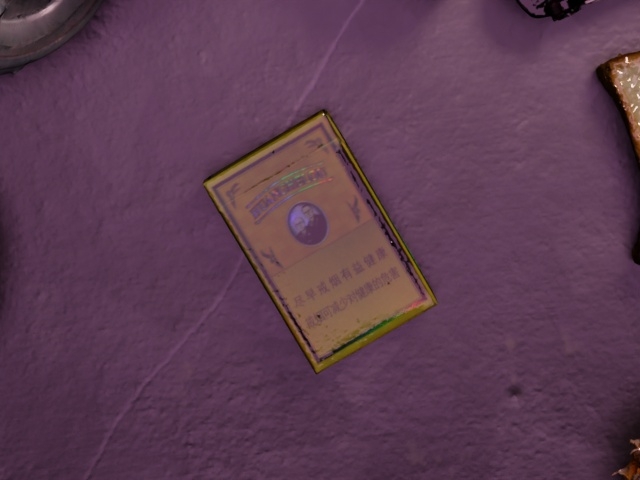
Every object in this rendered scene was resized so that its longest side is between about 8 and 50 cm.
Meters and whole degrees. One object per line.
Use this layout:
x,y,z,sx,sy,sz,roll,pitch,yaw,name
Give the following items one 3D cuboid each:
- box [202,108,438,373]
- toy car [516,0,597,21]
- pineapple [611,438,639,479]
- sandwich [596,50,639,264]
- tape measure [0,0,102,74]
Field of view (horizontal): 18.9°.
0.000,0.000,1.869,0.141,0.064,0.220,-29,95,4,box
0.275,-0.280,1.817,0.210,0.108,0.089,-24,99,7,toy car
0.358,0.254,1.875,0.176,0.137,0.161,17,58,-14,pineapple
0.374,-0.091,1.859,0.186,0.065,0.214,-15,97,1,sandwich
-0.306,-0.274,1.734,0.147,0.256,0.275,33,82,39,tape measure
